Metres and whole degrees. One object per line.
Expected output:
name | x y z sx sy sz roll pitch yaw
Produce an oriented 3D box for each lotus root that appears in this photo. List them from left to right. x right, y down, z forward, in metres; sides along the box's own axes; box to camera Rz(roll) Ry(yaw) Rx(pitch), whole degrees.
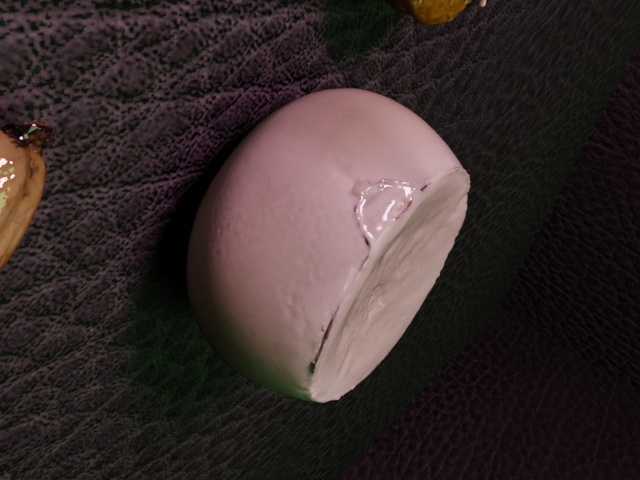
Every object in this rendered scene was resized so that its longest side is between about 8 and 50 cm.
lotus root | -0.222 -0.015 0.397 0.152 0.063 0.072 -60 -176 -8

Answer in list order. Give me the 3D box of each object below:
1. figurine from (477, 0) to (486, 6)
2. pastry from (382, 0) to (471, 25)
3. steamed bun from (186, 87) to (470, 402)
figurine | 0.233 -0.344 0.814 0.146 0.081 0.098 -49 156 -17
pastry | 0.107 -0.305 0.597 0.189 0.103 0.189 -42 152 -28
steamed bun | 0.000 0.000 0.657 0.324 0.206 0.324 -45 155 -27
